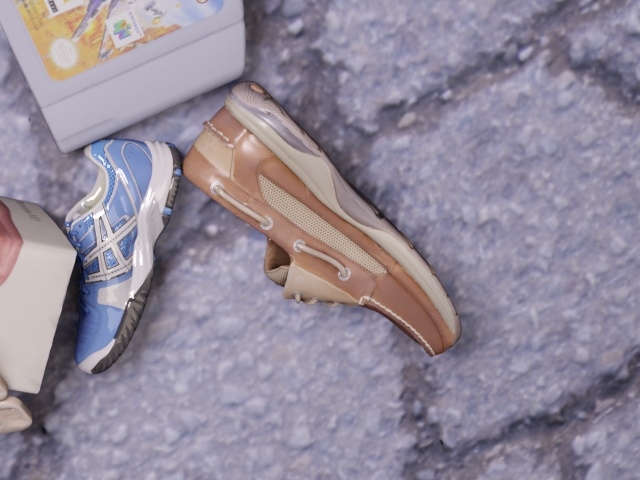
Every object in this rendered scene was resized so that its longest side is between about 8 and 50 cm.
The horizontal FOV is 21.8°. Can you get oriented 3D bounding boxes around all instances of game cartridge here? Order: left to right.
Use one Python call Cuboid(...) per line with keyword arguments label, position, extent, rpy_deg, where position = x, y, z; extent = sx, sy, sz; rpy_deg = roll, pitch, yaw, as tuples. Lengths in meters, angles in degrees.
Cuboid(label="game cartridge", position=(-0.171, -0.222, 1.324), extent=(0.198, 0.062, 0.297), rpy_deg=(-22, 130, -2))

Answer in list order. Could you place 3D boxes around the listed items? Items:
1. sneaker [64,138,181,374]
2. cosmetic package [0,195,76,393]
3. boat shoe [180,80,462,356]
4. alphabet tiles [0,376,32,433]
Cuboid(label="sneaker", position=(-0.186, 0.011, 1.436), extent=(0.081, 0.080, 0.211), rpy_deg=(14, 90, -21))
Cuboid(label="cosmetic package", position=(-0.362, 0.018, 1.309), extent=(0.296, 0.153, 0.129), rpy_deg=(12, 101, -28))
Cuboid(label="boat shoe", position=(0.000, 0.000, 1.496), extent=(0.116, 0.123, 0.324), rpy_deg=(-44, 112, 1))
Cuboid(label="alphabet tiles", position=(-0.381, 0.137, 1.300), extent=(0.278, 0.021, 0.284), rpy_deg=(-9, 149, 6))
